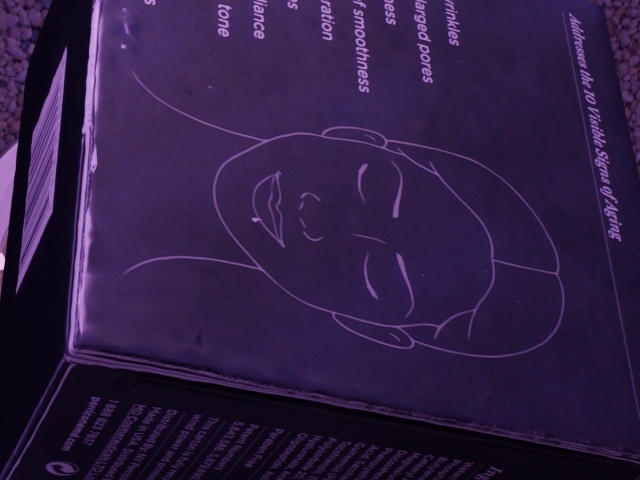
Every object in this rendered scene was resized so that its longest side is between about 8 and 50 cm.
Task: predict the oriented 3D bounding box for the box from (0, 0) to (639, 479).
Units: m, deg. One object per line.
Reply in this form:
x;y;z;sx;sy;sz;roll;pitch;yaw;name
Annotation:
0.000;0.000;1.131;0.471;0.480;0.297;12;-38;-19;box

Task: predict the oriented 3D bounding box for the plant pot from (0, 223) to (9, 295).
-0.158;0.046;1.458;0.305;0.334;0.334;24;3;-23;plant pot

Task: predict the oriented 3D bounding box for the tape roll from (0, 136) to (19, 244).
-0.268;-0.009;1.625;0.286;0.286;0.100;14;7;-11;tape roll
